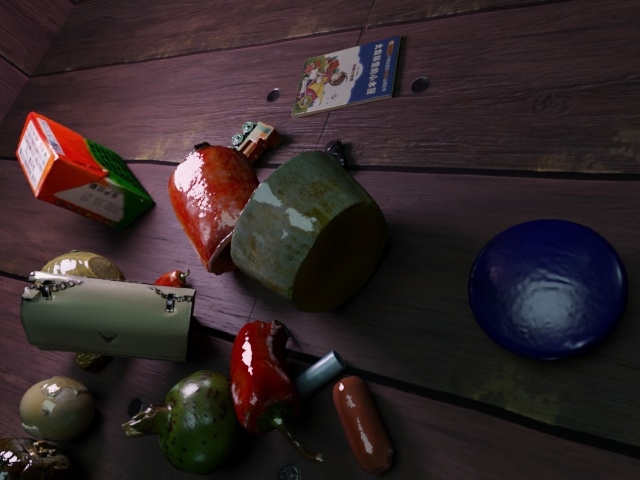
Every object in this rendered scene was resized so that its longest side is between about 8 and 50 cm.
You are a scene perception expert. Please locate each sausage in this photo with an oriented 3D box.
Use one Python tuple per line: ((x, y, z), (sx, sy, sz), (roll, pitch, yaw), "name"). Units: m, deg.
((0.079, 0.350, 1.010), (0.077, 0.077, 0.194), (-32, 50, 12), "sausage")

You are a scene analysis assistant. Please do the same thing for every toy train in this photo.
((-0.208, -0.273, 1.552), (0.118, 0.074, 0.176), (34, 81, 36), "toy train")

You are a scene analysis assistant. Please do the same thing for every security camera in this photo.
((-0.118, 0.233, 1.213), (0.092, 0.058, 0.058), (-48, 49, 7), "security camera")

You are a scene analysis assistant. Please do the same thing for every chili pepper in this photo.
((-0.110, 0.305, 1.035), (0.134, 0.131, 0.338), (-45, 31, 15), "chili pepper")
((-0.246, -0.076, 1.389), (0.251, 0.229, 0.305), (-37, 61, 4), "chili pepper")
((-0.421, 0.120, 1.465), (0.191, 0.050, 0.059), (-23, 56, 33), "chili pepper")

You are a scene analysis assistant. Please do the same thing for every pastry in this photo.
((-0.639, 0.319, 1.477), (0.109, 0.057, 0.097), (2, 63, 31), "pastry")

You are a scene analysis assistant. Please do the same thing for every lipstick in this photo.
((-0.021, 0.297, 1.117), (0.158, 0.048, 0.048), (-38, 50, 8), "lipstick")

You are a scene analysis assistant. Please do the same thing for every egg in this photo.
((-0.683, 0.435, 1.367), (0.201, 0.164, 0.164), (7, 67, 22), "egg")

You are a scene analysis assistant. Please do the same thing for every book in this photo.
((0.072, -0.476, 1.530), (0.322, 0.018, 0.228), (-5, 61, 30), "book")

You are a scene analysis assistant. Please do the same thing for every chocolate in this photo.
((-0.767, -0.216, 1.693), (0.161, 0.341, 0.360), (-53, 50, 7), "chocolate")

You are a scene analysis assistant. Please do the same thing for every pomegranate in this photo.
((-0.270, 0.377, 1.100), (0.211, 0.263, 0.211), (-34, 47, 46), "pomegranate")

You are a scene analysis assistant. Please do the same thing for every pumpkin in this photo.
((0.000, 0.000, 1.120), (0.199, 0.332, 0.332), (38, 86, 27), "pumpkin")
((-0.705, 0.562, 1.266), (0.238, 0.238, 0.159), (15, 66, 37), "pumpkin")

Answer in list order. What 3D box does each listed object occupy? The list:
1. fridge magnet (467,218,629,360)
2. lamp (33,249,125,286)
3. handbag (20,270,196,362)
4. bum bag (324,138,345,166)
((0.399, 0.084, 0.942), (0.265, 0.112, 0.265), (-15, 56, 23), "fridge magnet")
((-0.683, 0.170, 1.473), (0.284, 0.250, 0.250), (-44, 49, 15), "lamp")
((-0.482, 0.183, 1.241), (0.358, 0.237, 0.160), (8, 56, -11), "handbag")
((0.038, -0.221, 1.391), (0.058, 0.034, 0.124), (-35, 49, 28), "bum bag")
